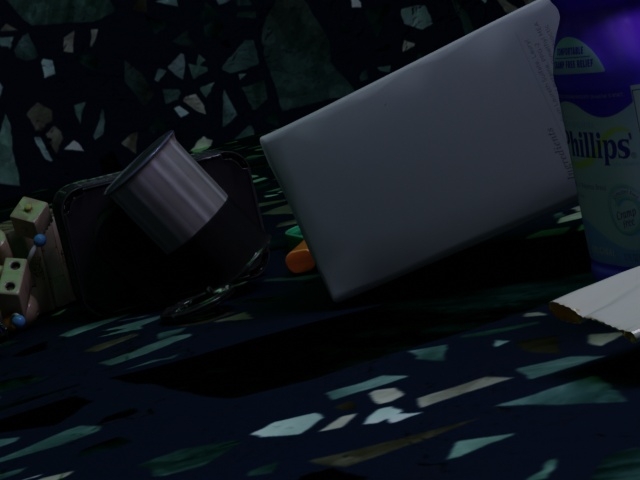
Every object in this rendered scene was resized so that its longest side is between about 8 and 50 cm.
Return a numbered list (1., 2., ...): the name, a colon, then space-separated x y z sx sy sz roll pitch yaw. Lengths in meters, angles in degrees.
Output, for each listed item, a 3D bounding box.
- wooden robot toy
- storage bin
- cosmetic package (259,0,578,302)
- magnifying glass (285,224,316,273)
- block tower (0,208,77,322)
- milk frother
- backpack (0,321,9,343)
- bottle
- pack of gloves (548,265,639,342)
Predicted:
1. wooden robot toy: -0.292 0.047 1.599 0.076 0.079 0.173 2 52 9
2. storage bin: -0.151 -0.009 1.613 0.180 0.122 0.084 -15 8 -13
3. cosmetic package: 0.174 -0.102 1.352 0.385 0.156 0.217 -23 1 27
4. magnifying glass: 0.000 0.000 1.666 0.092 0.026 0.231 -11 9 11
5. block tower: -0.355 0.048 1.646 0.335 0.097 0.091 -19 11 -43
6. milk frother: -0.126 -0.006 1.500 0.129 0.135 0.143 -46 11 -8
7. backpack: -0.342 0.061 1.461 0.105 0.114 0.084 -7 30 28
8. bottle: 0.203 -0.097 1.091 0.092 0.283 0.118 -16 10 -18
9. pack of gloves: 0.280 0.039 0.961 0.232 0.046 0.195 -20 21 -23
